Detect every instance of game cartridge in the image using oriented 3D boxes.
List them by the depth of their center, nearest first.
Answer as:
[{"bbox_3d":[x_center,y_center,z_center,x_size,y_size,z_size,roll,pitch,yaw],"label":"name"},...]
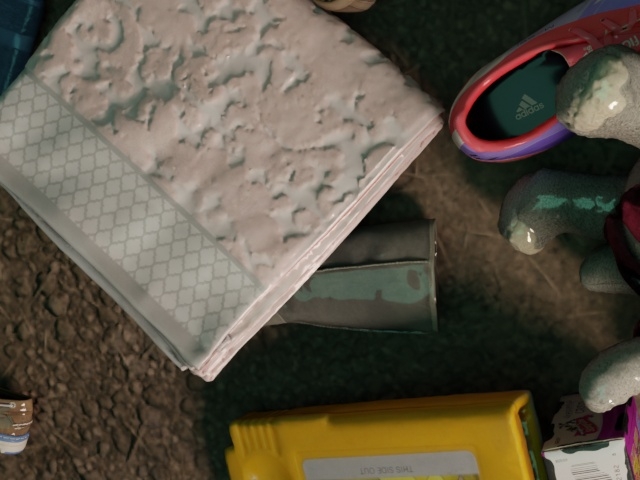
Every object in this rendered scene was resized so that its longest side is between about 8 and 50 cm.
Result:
[{"bbox_3d":[0.069,0.284,1.093,0.323,0.052,0.285,-11,96,35],"label":"game cartridge"}]

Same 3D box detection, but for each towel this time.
[{"bbox_3d":[-0.113,-0.098,1.075,0.332,0.053,0.317,42,92,13],"label":"towel"},{"bbox_3d":[-0.306,-0.194,1.181,0.067,0.029,0.119,23,103,11],"label":"towel"}]

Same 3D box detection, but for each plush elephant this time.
[{"bbox_3d":[0.293,0.051,0.925,0.330,0.272,0.255,13,66,-6],"label":"plush elephant"}]

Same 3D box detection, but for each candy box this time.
[{"bbox_3d":[0.252,0.256,1.032,0.071,0.159,0.234,-14,94,18],"label":"candy box"}]

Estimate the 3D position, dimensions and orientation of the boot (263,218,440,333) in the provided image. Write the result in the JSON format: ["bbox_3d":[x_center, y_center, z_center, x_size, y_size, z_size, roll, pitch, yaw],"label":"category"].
[{"bbox_3d":[0.001,-0.001,1.105,0.208,0.076,0.190,-6,98,18],"label":"boot"}]

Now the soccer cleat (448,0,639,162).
[{"bbox_3d":[0.245,-0.159,0.988,0.318,0.116,0.109,-31,90,18],"label":"soccer cleat"}]

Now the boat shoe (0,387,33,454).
[{"bbox_3d":[-0.374,0.150,1.242,0.183,0.066,0.066,22,99,1],"label":"boat shoe"}]

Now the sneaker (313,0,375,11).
[{"bbox_3d":[-0.019,-0.267,1.075,0.066,0.071,0.188,-42,70,22],"label":"sneaker"}]
